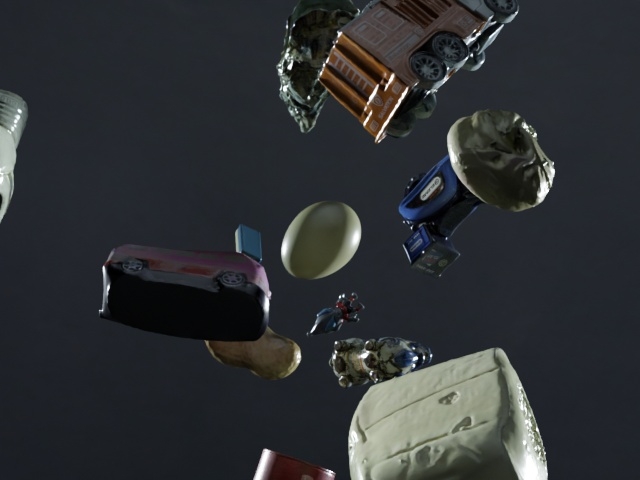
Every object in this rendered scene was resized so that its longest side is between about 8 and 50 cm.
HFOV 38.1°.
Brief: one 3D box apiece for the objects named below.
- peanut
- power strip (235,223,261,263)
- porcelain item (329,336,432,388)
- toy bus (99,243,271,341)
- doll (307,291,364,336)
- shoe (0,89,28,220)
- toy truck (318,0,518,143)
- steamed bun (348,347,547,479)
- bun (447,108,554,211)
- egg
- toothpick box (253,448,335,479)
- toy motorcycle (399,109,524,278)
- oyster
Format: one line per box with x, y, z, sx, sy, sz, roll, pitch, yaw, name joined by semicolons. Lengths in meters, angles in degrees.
-0.148;0.217;1.899;0.227;0.104;0.085;15;-169;15;peanut
-0.171;0.014;2.202;0.056;0.032;0.123;24;-153;-21;power strip
0.163;0.329;2.602;0.186;0.138;0.288;-6;173;-38;porcelain item
-0.237;0.091;1.658;0.302;0.128;0.147;6;-152;1;toy bus
0.023;0.138;1.640;0.114;0.057;0.039;-35;173;5;doll
-0.570;-0.071;1.499;0.132;0.211;0.342;16;141;-19;shoe
0.179;-0.365;1.677;0.207;0.387;0.173;41;144;7;toy truck
0.251;0.437;1.799;0.371;0.290;0.456;-22;-161;17;steamed bun
0.338;-0.156;1.681;0.116;0.210;0.237;-41;179;43;bun
0.000;0.000;2.506;0.186;0.241;0.186;49;175;6;egg
-0.106;0.723;2.367;0.204;0.333;0.204;17;164;5;toothpick box
0.307;-0.103;1.921;0.125;0.358;0.213;21;-147;-35;toy motorcycle
-0.006;-0.365;1.920;0.162;0.158;0.351;17;139;-1;oyster
